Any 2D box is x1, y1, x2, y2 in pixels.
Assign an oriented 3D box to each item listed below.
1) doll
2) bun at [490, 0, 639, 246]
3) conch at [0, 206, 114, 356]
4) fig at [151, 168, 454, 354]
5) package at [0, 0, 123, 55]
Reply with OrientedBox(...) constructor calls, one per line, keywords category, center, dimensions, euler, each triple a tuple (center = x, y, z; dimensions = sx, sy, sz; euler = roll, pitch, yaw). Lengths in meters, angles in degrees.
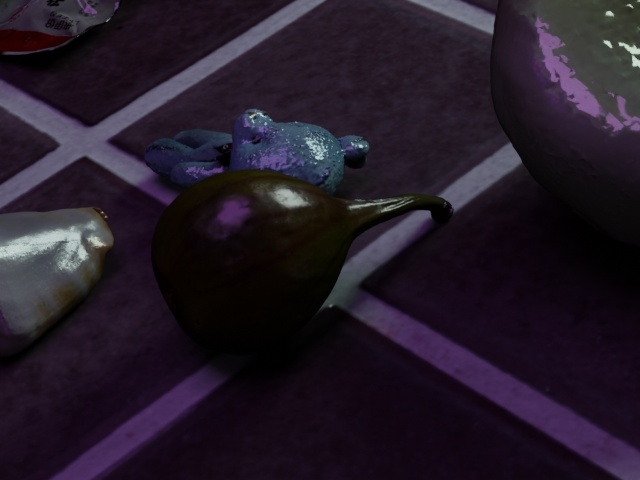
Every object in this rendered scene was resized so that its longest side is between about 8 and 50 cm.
OrientedBox(category="doll", center=(-0.058, -0.069, 1.289), dimensions=(0.179, 0.075, 0.120), euler=(22, 41, 37))
OrientedBox(category="bun", center=(0.245, -0.099, 1.168), dimensions=(0.283, 0.179, 0.283), euler=(2, 55, -2))
OrientedBox(category="conch", center=(-0.227, 0.028, 1.242), dimensions=(0.176, 0.094, 0.104), euler=(-9, 14, -39))
OrientedBox(category="fig", center=(0.000, 0.000, 1.173), dimensions=(0.236, 0.124, 0.124), euler=(-15, 35, -24))
OrientedBox(category="package", center=(-0.222, -0.244, 1.594), dimensions=(0.154, 0.030, 0.239), euler=(8, 47, 40))
